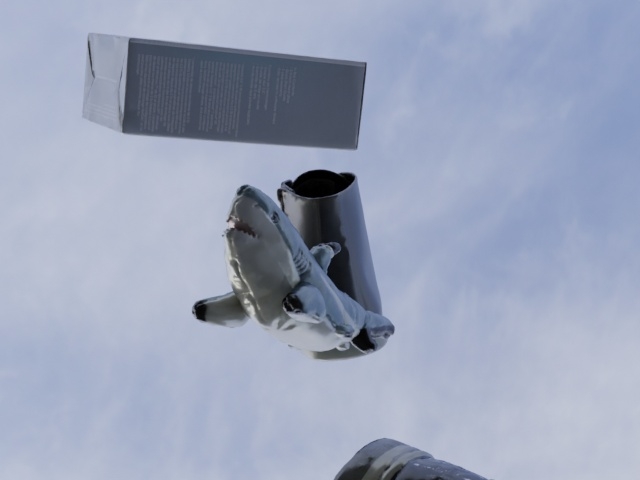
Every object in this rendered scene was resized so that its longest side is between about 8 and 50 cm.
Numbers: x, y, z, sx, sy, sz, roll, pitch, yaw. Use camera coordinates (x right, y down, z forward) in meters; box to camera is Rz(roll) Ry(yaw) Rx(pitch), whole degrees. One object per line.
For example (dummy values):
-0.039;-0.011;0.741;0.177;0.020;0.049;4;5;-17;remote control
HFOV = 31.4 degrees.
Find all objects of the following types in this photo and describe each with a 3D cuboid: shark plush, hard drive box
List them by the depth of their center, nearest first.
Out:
0.004;0.027;0.648;0.073;0.161;0.067;-14;-119;45;shark plush
-0.099;-0.146;1.113;0.232;0.181;0.089;2;-80;-24;hard drive box

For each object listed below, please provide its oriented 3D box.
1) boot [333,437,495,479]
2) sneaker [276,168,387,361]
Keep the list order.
0.100;0.189;0.405;0.178;0.085;0.236;0;-68;37;boot
0.000;0.000;0.835;0.083;0.222;0.118;-9;-77;-11;sneaker
